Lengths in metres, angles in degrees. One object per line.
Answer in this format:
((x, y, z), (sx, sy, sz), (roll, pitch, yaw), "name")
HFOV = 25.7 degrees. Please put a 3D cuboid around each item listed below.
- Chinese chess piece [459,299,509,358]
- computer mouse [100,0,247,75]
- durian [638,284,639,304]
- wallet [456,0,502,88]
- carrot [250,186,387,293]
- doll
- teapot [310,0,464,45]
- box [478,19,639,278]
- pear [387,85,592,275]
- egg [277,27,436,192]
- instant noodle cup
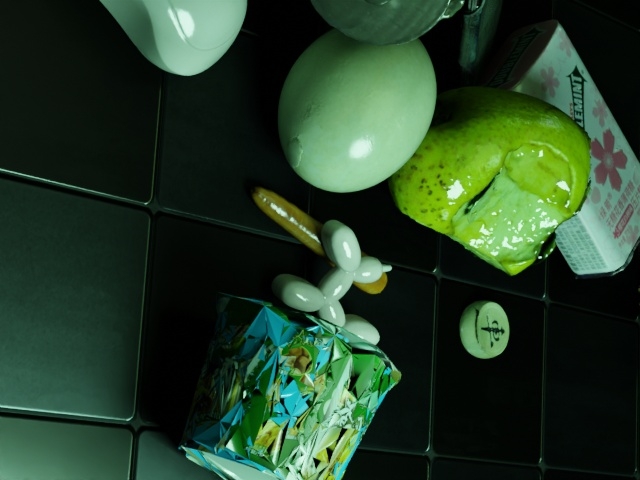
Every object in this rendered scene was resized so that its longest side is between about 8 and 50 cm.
((0.235, 0.127, 2.005), (0.084, 0.034, 0.084), (7, 80, -45), "Chinese chess piece")
((-0.187, -0.328, 1.600), (0.184, 0.121, 0.296), (-48, 118, -36), "computer mouse")
((0.647, 0.097, 2.273), (0.293, 0.258, 0.258), (-19, 99, -9), "durian")
((0.223, -0.326, 1.911), (0.318, 0.045, 0.172), (95, 15, -52), "wallet")
((0.000, 0.000, 1.791), (0.248, 0.043, 0.043), (36, 61, -33), "carrot")
((0.020, 0.075, 1.768), (0.161, 0.059, 0.160), (-49, 119, -5), "doll")
((0.063, -0.389, 1.724), (0.270, 0.200, 0.337), (28, 30, -6), "teapot")
((0.378, -0.131, 2.127), (0.369, 0.112, 0.190), (53, 54, -25), "box")
((0.222, -0.106, 1.882), (0.255, 0.164, 0.238), (30, 96, -36), "pear")
((0.047, -0.171, 1.756), (0.186, 0.187, 0.253), (52, 55, -26), "egg")
((-0.047, 0.192, 1.593), (0.240, 0.240, 0.178), (38, 67, -35), "instant noodle cup")
